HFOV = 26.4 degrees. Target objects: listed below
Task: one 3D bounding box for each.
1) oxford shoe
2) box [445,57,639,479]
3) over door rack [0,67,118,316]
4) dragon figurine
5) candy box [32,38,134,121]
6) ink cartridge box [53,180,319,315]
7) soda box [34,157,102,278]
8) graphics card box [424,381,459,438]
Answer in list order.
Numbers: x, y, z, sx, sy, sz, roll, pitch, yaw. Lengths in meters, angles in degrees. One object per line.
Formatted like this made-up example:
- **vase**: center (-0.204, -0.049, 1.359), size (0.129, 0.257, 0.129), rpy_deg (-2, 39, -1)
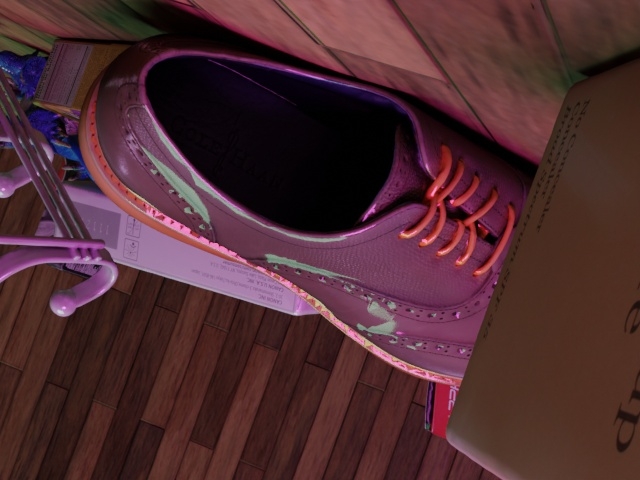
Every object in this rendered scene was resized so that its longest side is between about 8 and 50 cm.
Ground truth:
- **oxford shoe**: center (0.050, -0.002, 0.714), size (0.364, 0.130, 0.133), rpy_deg (20, 172, -14)
- **box**: center (0.138, 0.026, 0.339), size (0.121, 0.148, 0.311), rpy_deg (21, 176, -6)
- **over door rack**: center (-0.292, -0.069, 0.822), size (0.324, 0.108, 0.239), rpy_deg (18, -146, -58)
- **dragon figurine**: center (-0.184, -0.086, 1.168), size (0.144, 0.085, 0.289), rpy_deg (18, 176, 45)
- **candy box**: center (-0.105, -0.087, 0.893), size (0.109, 0.053, 0.187), rpy_deg (21, 179, -30)
- **ink cartridge box**: center (-0.051, -0.002, 1.264), size (0.296, 0.066, 0.261), rpy_deg (15, -169, 36)
- **soda box**: center (-0.227, -0.050, 1.352), size (0.060, 0.169, 0.053), rpy_deg (18, 176, 38)
- **graphics card box**: center (0.295, 0.130, 1.013), size (0.371, 0.094, 0.233), rpy_deg (20, -155, 36)
